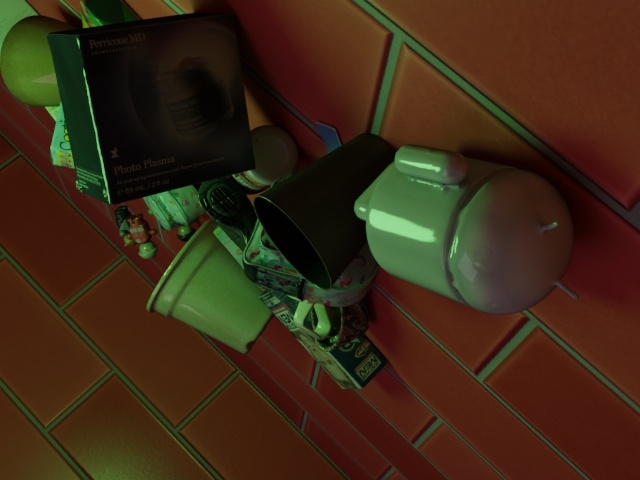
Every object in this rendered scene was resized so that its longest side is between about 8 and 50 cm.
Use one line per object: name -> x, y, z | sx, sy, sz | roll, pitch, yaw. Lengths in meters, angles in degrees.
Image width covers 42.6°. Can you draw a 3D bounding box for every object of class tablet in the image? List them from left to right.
tablet -> 0.022, -0.181, 1.510 | 0.054, 0.006, 0.083 | 29, 154, 41

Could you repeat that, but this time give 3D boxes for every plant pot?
plant pot -> -0.636, -0.447, 2.091 | 0.254, 0.237, 0.237 | 13, 143, 33
plant pot -> -0.272, 0.151, 2.348 | 0.305, 0.334, 0.334 | 35, 160, 1

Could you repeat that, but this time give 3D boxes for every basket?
basket -> 0.030, -0.065, 1.385 | 0.154, 0.227, 0.204 | 12, 141, 58

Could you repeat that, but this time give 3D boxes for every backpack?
backpack -> -0.412, -0.114, 2.329 | 0.166, 0.144, 0.188 | 59, 155, -14
backpack -> 0.000, 0.000, 1.557 | 0.253, 0.225, 0.191 | 21, 155, 0

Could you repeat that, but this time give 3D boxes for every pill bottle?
pill bottle -> -0.137, -0.160, 1.706 | 0.121, 0.121, 0.221 | 51, 160, -10

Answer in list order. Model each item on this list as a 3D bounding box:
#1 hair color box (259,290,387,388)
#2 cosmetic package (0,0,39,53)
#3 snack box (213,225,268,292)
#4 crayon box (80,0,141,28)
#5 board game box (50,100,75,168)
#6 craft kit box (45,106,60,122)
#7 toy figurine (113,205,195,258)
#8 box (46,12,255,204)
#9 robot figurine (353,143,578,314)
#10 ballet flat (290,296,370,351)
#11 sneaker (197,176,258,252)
hair color box -> 0.003, 0.236, 2.179 | 0.347, 0.105, 0.174 | 47, 162, -3
cosmetic package -> -0.879, -0.592, 2.369 | 0.183, 0.151, 0.151 | 47, 161, 4
snack box -> -0.187, 0.027, 2.156 | 0.207, 0.070, 0.174 | 52, -178, -7
crayon box -> -0.408, -0.401, 1.867 | 0.318, 0.081, 0.202 | 46, 160, 3
board game box -> -0.540, -0.253, 2.120 | 0.275, 0.144, 0.142 | 11, 166, -14
craft kit box -> -0.656, -0.295, 2.336 | 0.250, 0.061, 0.246 | 50, -174, 14
toy figurine -> -0.517, -0.049, 2.557 | 0.209, 0.213, 0.148 | 17, 131, 53
box -> -0.301, -0.248, 1.487 | 0.183, 0.296, 0.294 | 18, 121, 53
robot figurine -> 0.205, -0.017, 1.159 | 0.353, 0.200, 0.300 | 22, 157, 50
ballet flat -> 0.006, 0.110, 1.833 | 0.164, 0.182, 0.483 | 35, 157, 31
sneaker -> -0.138, -0.016, 1.720 | 0.286, 0.109, 0.130 | 51, 173, 0
